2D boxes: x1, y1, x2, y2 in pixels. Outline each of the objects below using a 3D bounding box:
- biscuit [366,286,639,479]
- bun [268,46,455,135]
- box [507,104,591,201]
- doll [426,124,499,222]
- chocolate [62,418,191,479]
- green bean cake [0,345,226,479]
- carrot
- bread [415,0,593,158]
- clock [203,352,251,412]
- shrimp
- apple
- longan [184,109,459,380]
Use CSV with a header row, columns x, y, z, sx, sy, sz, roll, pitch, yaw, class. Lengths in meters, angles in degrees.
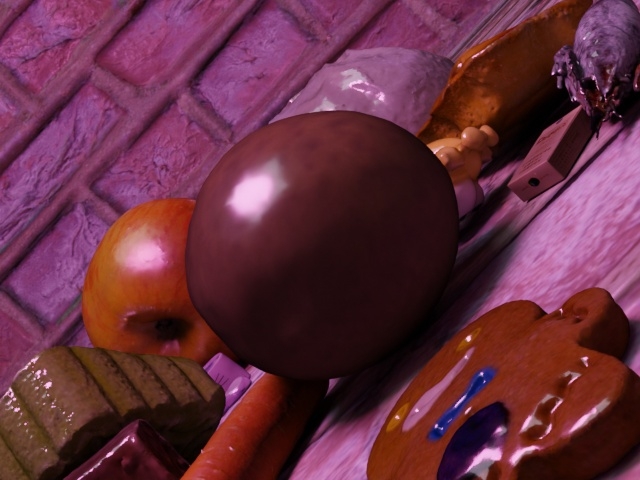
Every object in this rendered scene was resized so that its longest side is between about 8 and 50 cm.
x,y,z,sx,sy,sz,roll,pitch,yaw,class
0.081,0.092,0.489,0.180,0.039,0.236,-48,4,-2,biscuit
0.040,-0.107,1.213,0.362,0.211,0.362,-51,0,0,bun
0.198,-0.074,0.802,0.083,0.024,0.053,-49,7,-33,box
0.070,-0.004,0.937,0.291,0.086,0.117,-45,-12,27,doll
-0.234,0.281,0.797,0.321,0.112,0.112,-37,1,-6,chocolate
-0.227,0.211,0.965,0.248,0.125,0.222,-2,-48,-56,green bean cake
-0.061,0.175,0.765,0.067,0.067,0.225,-42,6,38,carrot
0.188,-0.151,0.949,0.161,0.088,0.233,-38,-11,-17,bread
-0.158,0.216,1.234,0.152,0.050,0.110,-48,7,-15,clock
0.233,-0.140,0.778,0.090,0.079,0.233,-2,33,24,shrimp
-0.205,0.088,1.402,0.301,0.301,0.301,-46,6,6,apple
0.000,0.000,0.785,0.248,0.248,0.248,-46,6,6,longan
